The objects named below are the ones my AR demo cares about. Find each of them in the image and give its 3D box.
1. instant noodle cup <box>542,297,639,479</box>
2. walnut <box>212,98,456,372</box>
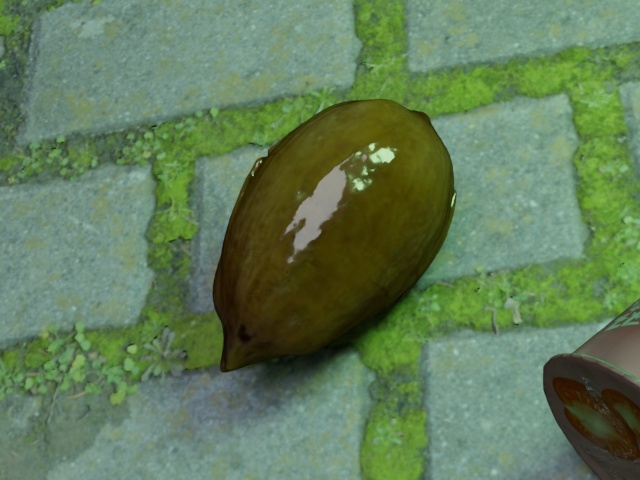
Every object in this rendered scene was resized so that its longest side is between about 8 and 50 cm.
[{"bbox_3d":[0.357,0.118,1.165,0.231,0.243,0.243,-42,56,-17],"label":"instant noodle cup"},{"bbox_3d":[0.000,0.000,1.373,0.209,0.209,0.336,30,73,31],"label":"walnut"}]
